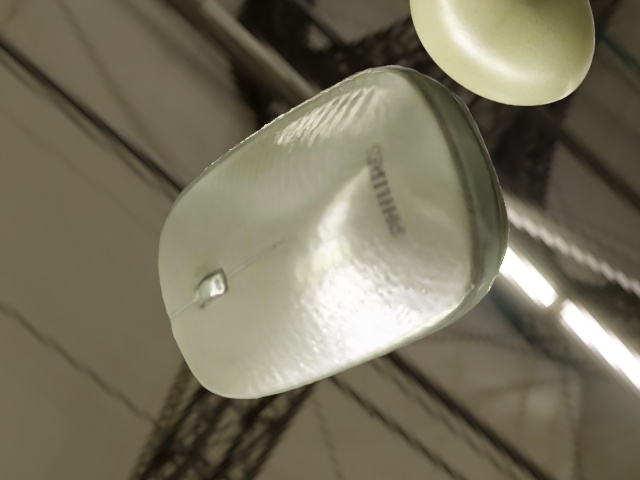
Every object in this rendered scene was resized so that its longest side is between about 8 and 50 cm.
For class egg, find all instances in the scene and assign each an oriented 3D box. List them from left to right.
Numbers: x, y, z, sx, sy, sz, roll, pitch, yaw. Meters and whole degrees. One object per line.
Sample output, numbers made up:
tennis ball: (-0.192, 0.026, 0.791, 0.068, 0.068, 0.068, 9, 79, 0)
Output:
egg: (0.213, -0.256, 2.145, 0.254, 0.188, 0.188, 39, -155, -29)

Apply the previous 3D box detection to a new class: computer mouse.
computer mouse: (-0.005, 0.000, 1.380, 0.095, 0.331, 0.197, -2, -111, -50)
